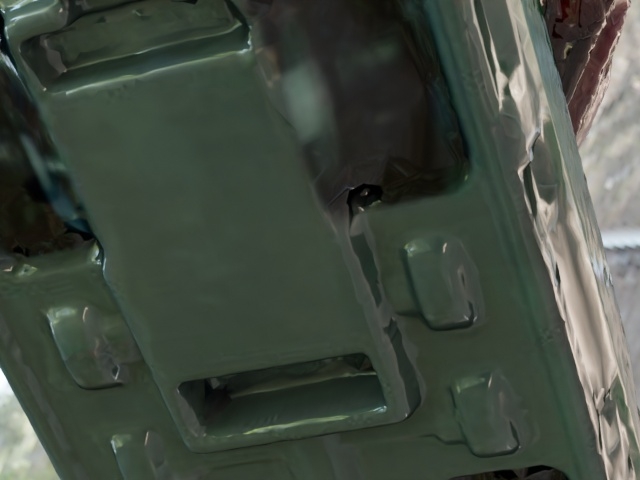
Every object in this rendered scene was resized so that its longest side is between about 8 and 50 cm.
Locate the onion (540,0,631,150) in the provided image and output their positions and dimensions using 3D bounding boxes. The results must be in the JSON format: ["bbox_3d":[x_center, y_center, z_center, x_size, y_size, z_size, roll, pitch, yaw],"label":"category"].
[{"bbox_3d":[0.027,-0.086,0.734,0.207,0.206,0.216,38,-109,-80],"label":"onion"}]

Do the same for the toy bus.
[{"bbox_3d":[0.000,0.000,0.531,0.199,0.184,0.343,-79,-26,-54],"label":"toy bus"}]
